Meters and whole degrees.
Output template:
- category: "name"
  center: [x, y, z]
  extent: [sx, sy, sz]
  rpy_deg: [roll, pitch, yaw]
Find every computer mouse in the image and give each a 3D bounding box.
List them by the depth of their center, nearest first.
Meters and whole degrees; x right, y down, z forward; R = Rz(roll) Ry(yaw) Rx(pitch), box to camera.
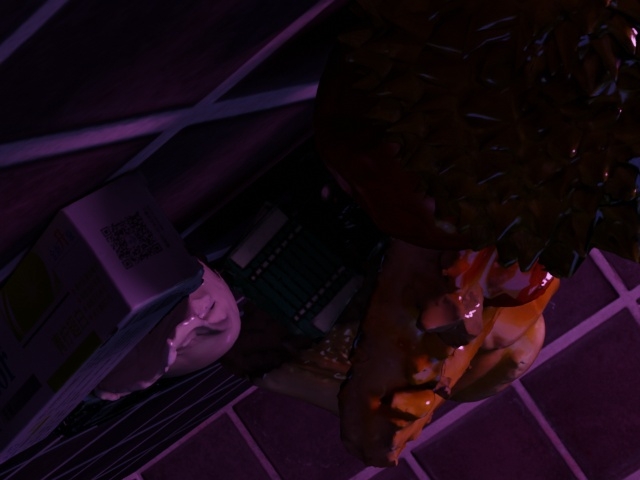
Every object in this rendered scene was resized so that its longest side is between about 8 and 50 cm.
- category: "computer mouse"
  center: [-0.186, 0.111, 1.507]
  extent: [0.242, 0.077, 0.146]
  rpy_deg: [-24, 168, -44]

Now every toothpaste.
- category: "toothpaste"
  center: [-0.182, 0.067, 1.149]
  extent: [0.067, 0.081, 0.336]
  rpy_deg: [-30, 172, -35]

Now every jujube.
- category: "jujube"
  center: [0.114, -0.104, 1.011]
  extent: [0.250, 0.174, 0.174]
  rpy_deg: [-36, 174, 2]

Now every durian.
- category: "durian"
  center: [0.129, -0.119, 0.722]
  extent: [0.291, 0.225, 0.291]
  rpy_deg: [-23, 124, -40]

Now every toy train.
- category: "toy train"
  center: [0.000, 0.000, 1.397]
  extent: [0.154, 0.115, 0.269]
  rpy_deg: [-55, -177, -3]

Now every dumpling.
- category: "dumpling"
  center: [-0.128, 0.064, 1.288]
  extent: [0.127, 0.108, 0.188]
  rpy_deg: [-43, -166, 4]

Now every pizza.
- category: "pizza"
  center: [0.142, -0.052, 1.294]
  extent: [0.440, 0.130, 0.406]
  rpy_deg: [-61, 166, -20]

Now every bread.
- category: "bread"
  center: [0.084, 0.049, 1.674]
  extent: [0.270, 0.211, 0.316]
  rpy_deg: [21, 145, -28]
